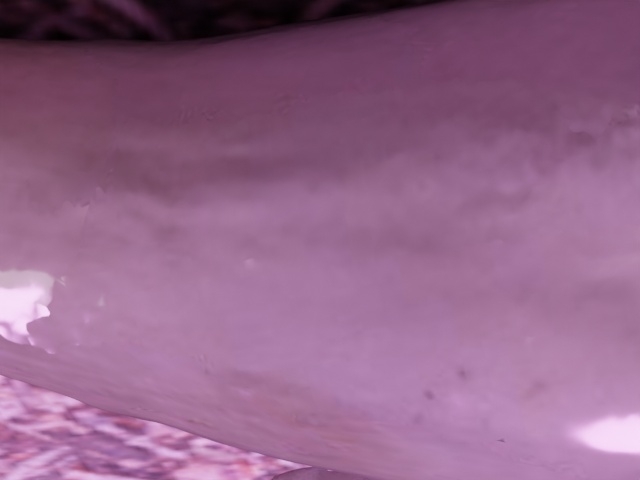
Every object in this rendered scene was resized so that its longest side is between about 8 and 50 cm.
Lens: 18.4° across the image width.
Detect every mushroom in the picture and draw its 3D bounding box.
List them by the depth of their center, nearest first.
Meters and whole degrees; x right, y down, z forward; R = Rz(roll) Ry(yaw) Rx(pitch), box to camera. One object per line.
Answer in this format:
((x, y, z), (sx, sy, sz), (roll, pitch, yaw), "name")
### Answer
((0.000, 0.000, 0.390), (0.270, 0.103, 0.118), (0, 154, 5), "mushroom")

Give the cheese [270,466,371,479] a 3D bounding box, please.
((0.103, 0.079, 0.563), (0.255, 0.050, 0.127), (5, 155, -19), "cheese")
